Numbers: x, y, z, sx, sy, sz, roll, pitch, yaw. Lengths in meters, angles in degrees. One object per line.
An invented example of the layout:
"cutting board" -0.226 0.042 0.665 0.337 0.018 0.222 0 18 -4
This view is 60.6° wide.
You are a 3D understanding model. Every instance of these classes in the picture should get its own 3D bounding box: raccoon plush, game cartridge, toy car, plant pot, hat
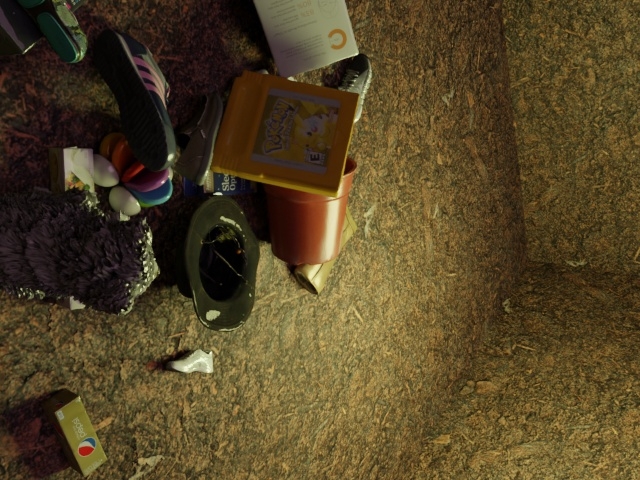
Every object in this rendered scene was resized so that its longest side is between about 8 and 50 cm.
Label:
"raccoon plush" -0.487 0.031 0.881 0.446 0.299 0.216 -7 103 -39
"game cartridge" -0.085 -0.272 1.363 0.053 0.323 0.285 102 0 -72
"toy car" -0.384 -0.146 1.167 0.159 0.136 0.182 -52 134 -33
"plant pot" -0.039 -0.089 1.531 0.272 0.272 0.265 -27 127 -46
"hat" -0.279 0.058 1.346 0.331 0.133 0.332 -5 90 -66

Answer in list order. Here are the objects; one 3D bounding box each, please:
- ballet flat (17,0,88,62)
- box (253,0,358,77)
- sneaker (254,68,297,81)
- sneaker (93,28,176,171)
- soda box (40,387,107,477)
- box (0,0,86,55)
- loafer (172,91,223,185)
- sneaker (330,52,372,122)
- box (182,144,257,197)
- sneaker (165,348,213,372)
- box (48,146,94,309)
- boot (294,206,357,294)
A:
"ballet flat" -0.433 -0.376 0.865 0.070 0.070 0.188 -51 138 -33
"box" -0.060 -0.620 1.381 0.168 0.214 0.345 -101 172 -57
"sneaker" -0.079 -0.392 1.535 0.297 0.111 0.129 4 89 -53
"sneaker" -0.344 -0.285 1.121 0.131 0.112 0.319 -5 69 -59
"soda box" -0.522 0.409 1.165 0.058 0.061 0.181 -34 122 -44
"box" -0.499 -0.455 0.936 0.270 0.165 0.143 -58 139 -26
"loafer" -0.288 -0.251 1.281 0.087 0.094 0.251 14 59 -17
"sneaker" 0.088 -0.496 1.741 0.132 0.086 0.229 7 92 -50
"box" -0.253 -0.184 1.410 0.225 0.036 0.137 -12 106 -49
"sneaker" -0.334 0.308 1.399 0.152 0.053 0.061 19 73 -58
"box" -0.498 -0.026 1.106 0.063 0.067 0.324 -9 105 -49
"boot" 0.000 0.000 1.727 0.270 0.089 0.236 -56 130 -23
